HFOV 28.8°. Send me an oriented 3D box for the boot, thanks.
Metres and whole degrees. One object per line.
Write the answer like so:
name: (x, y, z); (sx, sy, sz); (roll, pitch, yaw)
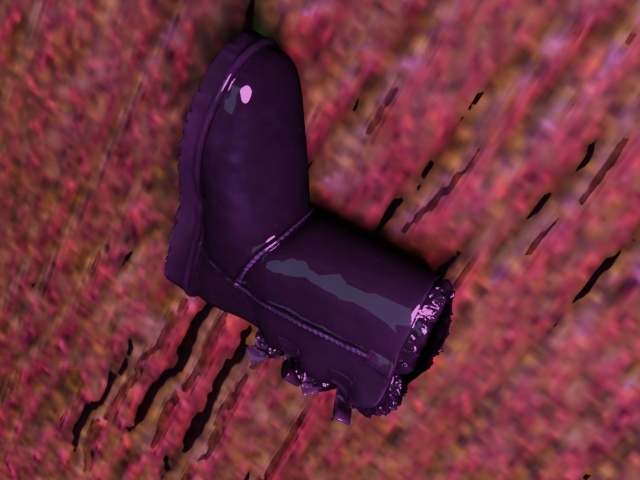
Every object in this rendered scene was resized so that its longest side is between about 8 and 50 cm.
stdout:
boot: (0.000, 0.000, 0.417); (0.099, 0.045, 0.121); (32, 134, 17)
